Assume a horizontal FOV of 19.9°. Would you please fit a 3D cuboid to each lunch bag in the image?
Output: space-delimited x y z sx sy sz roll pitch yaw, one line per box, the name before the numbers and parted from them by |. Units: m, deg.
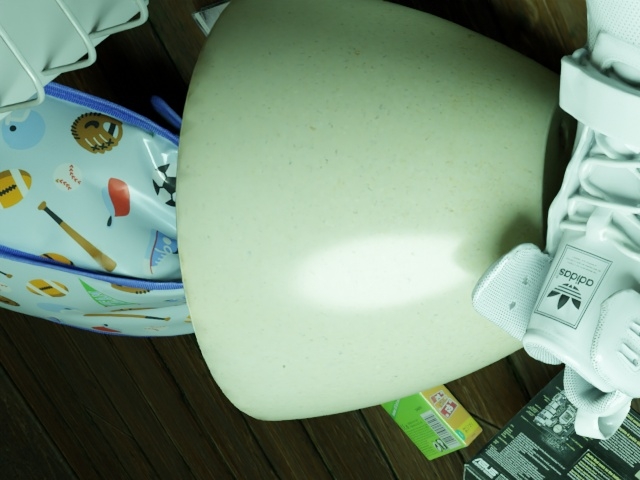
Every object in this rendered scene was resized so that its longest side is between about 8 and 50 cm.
lunch bag | -0.233 -0.025 1.950 0.385 0.239 0.328 18 168 5

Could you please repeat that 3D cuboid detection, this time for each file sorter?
file sorter | -0.288 -0.235 1.720 0.193 0.277 0.173 55 155 -16

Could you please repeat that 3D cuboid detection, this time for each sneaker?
sneaker | 0.197 -0.037 1.149 0.137 0.210 0.366 28 151 44

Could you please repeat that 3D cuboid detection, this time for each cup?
cup | 0.073 -0.030 1.347 0.237 0.331 0.331 0 136 23

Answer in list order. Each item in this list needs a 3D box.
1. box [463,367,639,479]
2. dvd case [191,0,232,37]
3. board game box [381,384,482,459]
box | 0.240 0.223 1.624 0.180 0.147 0.077 39 158 24
dvd case | -0.028 -0.158 1.682 0.164 0.018 0.221 54 160 -15
board game box | 0.062 0.126 1.986 0.259 0.039 0.124 46 159 -1
